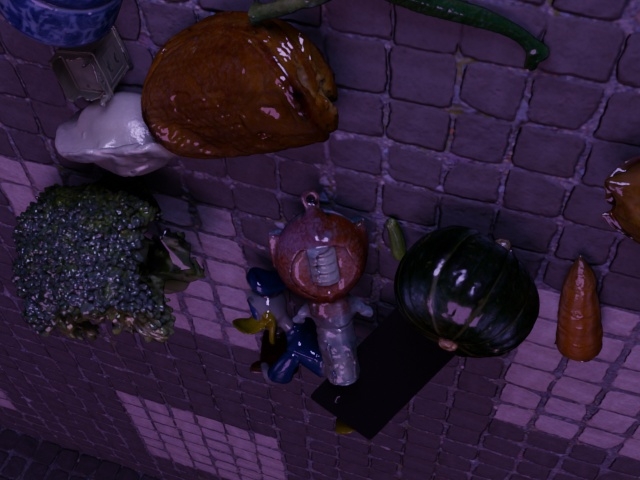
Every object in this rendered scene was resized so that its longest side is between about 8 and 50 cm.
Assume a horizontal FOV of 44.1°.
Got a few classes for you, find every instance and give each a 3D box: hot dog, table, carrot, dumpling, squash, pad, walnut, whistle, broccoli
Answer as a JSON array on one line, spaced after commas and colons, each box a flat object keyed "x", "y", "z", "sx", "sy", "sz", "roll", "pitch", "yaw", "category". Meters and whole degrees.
[{"x": -0.104, "y": -0.182, "z": 1.001, "sx": 0.272, "sy": 0.122, "sz": 0.196, "roll": -4, "pitch": 137, "yaw": 40, "category": "hot dog"}, {"x": -0.309, "y": -0.237, "z": 1.069, "sx": 0.062, "sy": 0.083, "sz": 0.079, "roll": 10, "pitch": 144, "yaw": 19, "category": "table"}, {"x": 0.386, "y": 0.093, "z": 1.168, "sx": 0.072, "sy": 0.072, "sz": 0.205, "roll": 7, "pitch": 138, "yaw": 21, "category": "carrot"}, {"x": -0.281, "y": -0.146, "z": 1.130, "sx": 0.229, "sy": 0.151, "sz": 0.124, "roll": 11, "pitch": 118, "yaw": 18, "category": "dumpling"}, {"x": 0.209, "y": 0.076, "z": 1.137, "sx": 0.218, "sy": 0.172, "sz": 0.218, "roll": 12, "pitch": 151, "yaw": 7, "category": "squash"}, {"x": 0.116, "y": -0.003, "z": 1.210, "sx": 0.027, "sy": 0.027, "sz": 0.089, "roll": 7, "pitch": 139, "yaw": 22, "category": "squash"}, {"x": 0.123, "y": 0.219, "z": 1.377, "sx": 0.159, "sy": 0.265, "sz": 0.009, "roll": 40, "pitch": -173, "yaw": -25, "category": "pad"}, {"x": 0.435, "y": -0.030, "z": 0.907, "sx": 0.245, "sy": 0.137, "sz": 0.137, "roll": 25, "pitch": 147, "yaw": -10, "category": "walnut"}, {"x": 0.010, "y": 0.077, "z": 1.239, "sx": 0.134, "sy": 0.142, "sz": 0.346, "roll": 41, "pitch": 146, "yaw": 57, "category": "whistle"}, {"x": -0.366, "y": 0.034, "z": 1.335, "sx": 0.318, "sy": 0.277, "sz": 0.338, "roll": 9, "pitch": 159, "yaw": -17, "category": "broccoli"}]

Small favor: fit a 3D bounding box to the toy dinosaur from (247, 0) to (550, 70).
[{"x": 0.034, "y": -0.308, "z": 0.775, "sx": 0.301, "sy": 0.087, "sz": 0.447, "roll": 2, "pitch": 148, "yaw": 29, "category": "toy dinosaur"}]

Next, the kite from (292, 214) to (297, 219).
[{"x": 0.000, "y": -0.001, "z": 1.300, "sx": 0.153, "sy": 0.005, "sz": 0.137, "roll": -15, "pitch": 133, "yaw": 41, "category": "kite"}]

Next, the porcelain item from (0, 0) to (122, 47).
[{"x": -0.296, "y": -0.310, "z": 0.903, "sx": 0.147, "sy": 0.147, "sz": 0.114, "roll": 28, "pitch": 146, "yaw": -9, "category": "porcelain item"}]

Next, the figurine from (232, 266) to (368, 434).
[{"x": -0.034, "y": 0.170, "z": 1.465, "sx": 0.283, "sy": 0.204, "sz": 0.338, "roll": -9, "pitch": 124, "yaw": 48, "category": "figurine"}]
